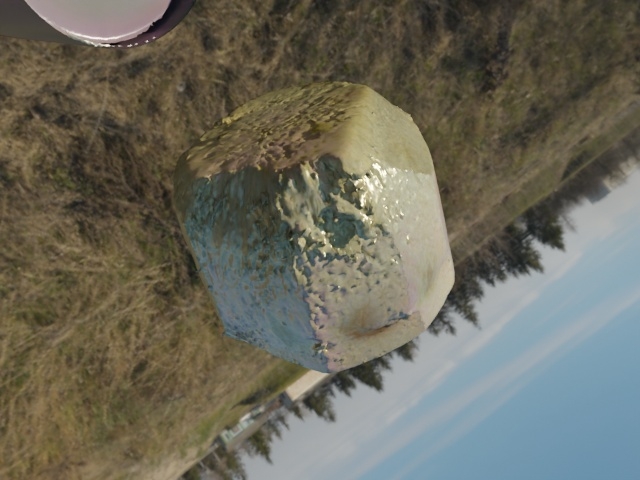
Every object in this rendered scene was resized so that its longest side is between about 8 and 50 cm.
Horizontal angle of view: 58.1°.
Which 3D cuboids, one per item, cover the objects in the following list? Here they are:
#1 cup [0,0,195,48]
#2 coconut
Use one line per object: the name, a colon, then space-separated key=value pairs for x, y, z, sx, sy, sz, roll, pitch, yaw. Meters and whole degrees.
cup: x=-0.216 y=-0.218 z=0.388 sx=0.203 sy=0.289 sz=0.202 roll=-29 pitch=132 yaw=-40
coconut: x=0.000 y=0.000 z=0.684 sx=0.298 sy=0.298 sz=0.309 roll=-34 pitch=127 yaw=-21
